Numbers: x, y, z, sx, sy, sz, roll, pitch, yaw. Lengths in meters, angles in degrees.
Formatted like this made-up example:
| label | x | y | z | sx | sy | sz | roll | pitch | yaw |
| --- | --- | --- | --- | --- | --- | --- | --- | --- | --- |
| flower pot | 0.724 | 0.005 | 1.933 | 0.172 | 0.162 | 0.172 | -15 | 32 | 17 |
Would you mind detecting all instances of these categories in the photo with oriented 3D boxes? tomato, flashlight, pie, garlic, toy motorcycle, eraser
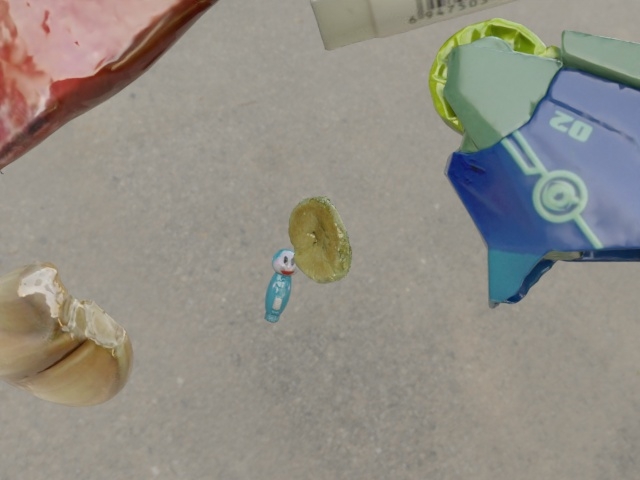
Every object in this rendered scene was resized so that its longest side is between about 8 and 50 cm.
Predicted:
| label | x | y | z | sx | sy | sz | roll | pitch | yaw |
| --- | --- | --- | --- | --- | --- | --- | --- | --- | --- |
| tomato | -0.179 | -0.176 | 0.495 | 0.170 | 0.309 | 0.309 | 47 | 39 | -20 |
| flashlight | -0.067 | 0.076 | 1.295 | 0.051 | 0.129 | 0.051 | 13 | 18 | -4 |
| pie | 0.000 | 0.000 | 0.708 | 0.020 | 0.084 | 0.084 | -15 | 65 | -40 |
| garlic | -0.351 | 0.138 | 0.967 | 0.217 | 0.228 | 0.110 | 45 | 49 | -28 |
| toy motorcycle | 0.213 | -0.027 | 0.514 | 0.326 | 0.200 | 0.191 | 18 | 1 | 21 |
| eraser | 0.121 | -0.280 | 0.720 | 0.278 | 0.081 | 0.124 | -14 | 61 | 9 |

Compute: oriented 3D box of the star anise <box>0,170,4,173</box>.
| label | x | y | z | sx | sy | sz | roll | pitch | yaw |
| --- | --- | --- | --- | --- | --- | --- | --- | --- | --- |
| star anise | -0.509 | -0.146 | 1.043 | 0.053 | 0.212 | 0.157 | -51 | 121 | -24 |
